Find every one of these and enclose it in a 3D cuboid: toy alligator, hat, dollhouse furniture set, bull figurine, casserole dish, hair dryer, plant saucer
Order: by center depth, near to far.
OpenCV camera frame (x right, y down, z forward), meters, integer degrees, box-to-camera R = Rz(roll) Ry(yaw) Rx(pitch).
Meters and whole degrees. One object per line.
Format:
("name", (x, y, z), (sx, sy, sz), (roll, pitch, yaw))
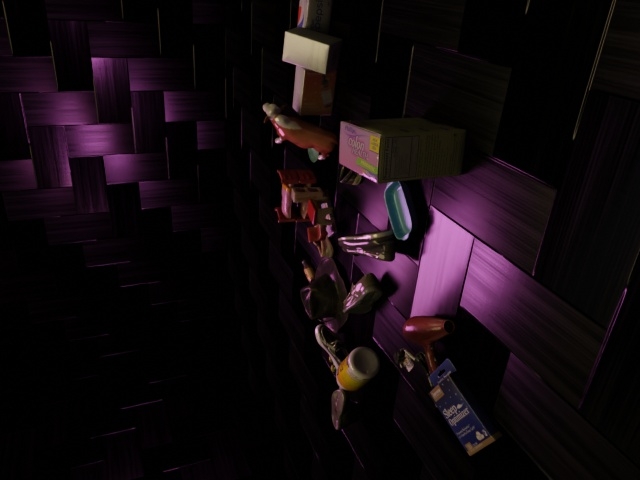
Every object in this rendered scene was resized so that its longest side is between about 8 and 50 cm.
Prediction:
("hair dryer", (0.318, 0.313, 1.494), (0.224, 0.080, 0.293), (43, 144, 35))
("casserole dish", (0.242, -0.092, 1.565), (0.114, 0.037, 0.188), (134, 125, -63))
("bull figurine", (-0.082, -0.401, 1.965), (0.188, 0.311, 0.101), (138, 157, -81))
("dollhouse furniture set", (-0.077, -0.125, 2.121), (0.374, 0.152, 0.201), (-114, 25, -56))
("plant saucer", (-0.021, -0.378, 2.148), (0.119, 0.021, 0.119), (173, 90, -68))
("toy alligator", (0.079, 0.524, 2.156), (0.051, 0.056, 0.189), (10, -113, -68))
("hat", (-0.007, 0.229, 2.160), (0.331, 0.134, 0.330), (173, 90, -69))

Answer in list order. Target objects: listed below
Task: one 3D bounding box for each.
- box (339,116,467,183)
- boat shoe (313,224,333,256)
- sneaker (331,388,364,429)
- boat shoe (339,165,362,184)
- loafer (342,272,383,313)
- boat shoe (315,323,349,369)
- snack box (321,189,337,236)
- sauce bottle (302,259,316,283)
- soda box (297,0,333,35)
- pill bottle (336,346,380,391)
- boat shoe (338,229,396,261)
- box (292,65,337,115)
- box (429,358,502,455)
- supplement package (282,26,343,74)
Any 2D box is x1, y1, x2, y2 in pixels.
("box", (0.202, -0.235, 1.339), (0.213, 0.243, 0.117), (-139, 46, -58))
("boat shoe", (0.000, 0.000, 2.165), (0.063, 0.059, 0.170), (105, 150, -43))
("sneaker", (0.110, 0.622, 1.999), (0.221, 0.118, 0.083), (95, 154, -42))
("boat shoe", (0.114, -0.278, 1.773), (0.223, 0.074, 0.080), (103, 151, -42))
("loafer", (0.147, 0.188, 1.842), (0.251, 0.095, 0.087), (128, 143, -55))
("boat shoe", (0.062, 0.422, 2.095), (0.219, 0.078, 0.070), (56, 144, 6))
("snack box", (0.030, -0.107, 2.105), (0.064, 0.022, 0.178), (142, 119, -68))
("sauce bottle", (-0.051, 0.138, 2.362), (0.128, 0.042, 0.042), (-118, 29, -44))
("soda box", (-0.024, -0.804, 1.919), (0.091, 0.098, 0.286), (-122, 32, -47))
("pill bottle", (0.128, 0.474, 1.918), (0.215, 0.117, 0.117), (117, 140, -54))
("boat shoe", (0.146, 0.024, 1.736), (0.335, 0.112, 0.095), (174, 86, -70))
("box", (-0.023, -0.557, 1.949), (0.091, 0.130, 0.170), (-123, 33, -49))
("box", (0.361, 0.434, 1.378), (0.225, 0.037, 0.136), (58, 149, 27))
("supplement package", (-0.029, -0.667, 1.849), (0.180, 0.105, 0.105), (25, 130, 18))
